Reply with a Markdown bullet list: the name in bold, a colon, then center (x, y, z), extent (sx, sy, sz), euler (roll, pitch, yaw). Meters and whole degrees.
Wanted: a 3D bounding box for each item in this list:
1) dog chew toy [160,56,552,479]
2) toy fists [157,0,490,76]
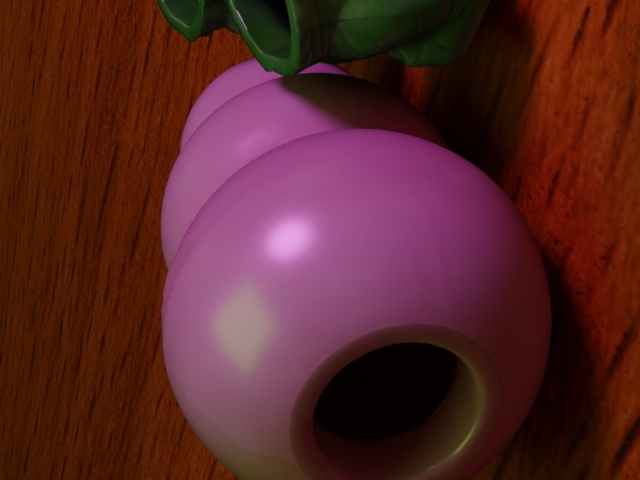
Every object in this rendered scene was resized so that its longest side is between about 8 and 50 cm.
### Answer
- **dog chew toy**: center (0.000, 0.000, 0.935), extent (0.332, 0.207, 0.206), euler (-114, 28, -55)
- **toy fists**: center (0.003, -0.153, 0.965), extent (0.279, 0.142, 0.096), euler (-149, 44, -64)
